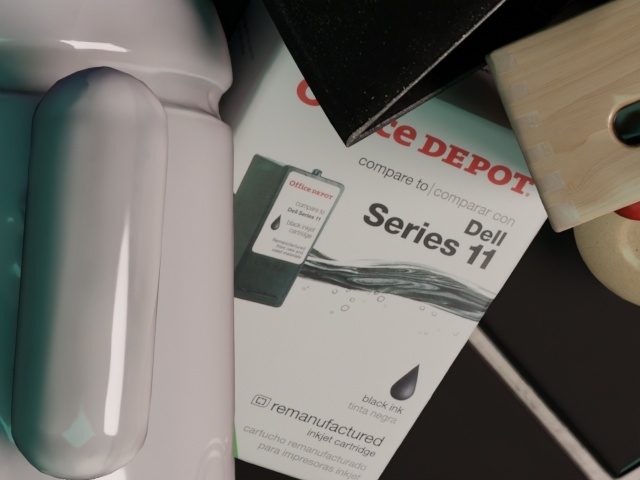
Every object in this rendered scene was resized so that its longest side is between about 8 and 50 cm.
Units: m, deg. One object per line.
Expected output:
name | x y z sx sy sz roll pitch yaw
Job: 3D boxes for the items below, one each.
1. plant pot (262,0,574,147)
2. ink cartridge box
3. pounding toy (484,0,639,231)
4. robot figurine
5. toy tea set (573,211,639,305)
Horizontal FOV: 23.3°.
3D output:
plant pot | 0.055 -0.172 0.554 0.167 0.188 0.187 50 125 3
ink cartridge box | 0.000 0.000 0.724 0.153 0.087 0.208 21 115 -19
pounding toy | 0.150 -0.051 0.587 0.141 0.130 0.100 -21 91 15
robot figurine | -0.133 0.013 0.597 0.200 0.300 0.353 1 88 -32
toy tea set | 0.233 -0.111 0.697 0.200 0.124 0.336 15 126 18
